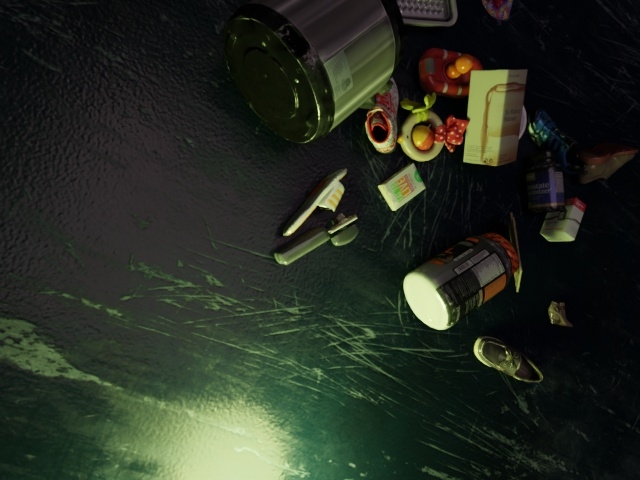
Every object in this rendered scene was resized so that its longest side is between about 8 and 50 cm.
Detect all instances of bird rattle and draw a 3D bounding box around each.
[{"bbox_3d":[0.349,-0.358,1.485,0.253,0.143,0.207,37,86,-31],"label":"bird rattle"}]

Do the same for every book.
[{"bbox_3d":[0.267,-0.174,1.467,0.144,0.035,0.096,-37,106,-22],"label":"book"}]

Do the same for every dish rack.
[{"bbox_3d":[0.308,-0.866,1.492,0.285,0.072,0.333,-8,91,-24],"label":"dish rack"}]

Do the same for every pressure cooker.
[{"bbox_3d":[0.013,-0.502,1.178,0.375,0.370,0.420,44,69,6],"label":"pressure cooker"}]

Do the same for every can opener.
[{"bbox_3d":[0.000,0.000,1.318,0.280,0.074,0.093,-27,99,-22],"label":"can opener"}]

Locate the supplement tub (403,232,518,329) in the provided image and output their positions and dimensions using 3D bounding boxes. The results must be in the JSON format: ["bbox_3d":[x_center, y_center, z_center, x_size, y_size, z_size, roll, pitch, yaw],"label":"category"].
[{"bbox_3d":[0.451,0.118,1.434,0.338,0.207,0.207,-27,98,-22],"label":"supplement tub"}]

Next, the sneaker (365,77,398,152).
[{"bbox_3d":[0.187,-0.407,1.371,0.090,0.145,0.270,-3,91,18],"label":"sneaker"}]

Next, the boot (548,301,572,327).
[{"bbox_3d":[0.919,0.280,1.718,0.118,0.042,0.087,14,80,-22],"label":"boot"}]

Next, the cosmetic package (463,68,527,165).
[{"bbox_3d":[0.575,-0.408,1.488,0.153,0.129,0.296,-20,117,-39],"label":"cosmetic package"}]

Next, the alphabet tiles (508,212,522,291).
[{"bbox_3d":[0.671,0.034,1.557,0.009,0.198,0.237,-5,63,18],"label":"alphabet tiles"}]

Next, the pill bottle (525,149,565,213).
[{"bbox_3d":[0.823,-0.213,1.655,0.122,0.123,0.219,-4,89,-23],"label":"pill bottle"}]

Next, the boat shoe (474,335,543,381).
[{"bbox_3d":[0.661,0.418,1.572,0.285,0.092,0.103,32,76,-19],"label":"boat shoe"}]

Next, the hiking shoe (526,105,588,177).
[{"bbox_3d":[0.888,-0.377,1.685,0.113,0.132,0.304,-38,102,-20],"label":"hiking shoe"}]

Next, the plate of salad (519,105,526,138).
[{"bbox_3d":[0.641,-0.428,1.619,0.199,0.048,0.200,-1,100,-7],"label":"plate of salad"}]

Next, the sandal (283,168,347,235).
[{"bbox_3d":[-0.003,-0.098,1.315,0.076,0.102,0.265,43,81,-17],"label":"sandal"}]

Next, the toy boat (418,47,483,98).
[{"bbox_3d":[0.449,-0.567,1.494,0.231,0.151,0.151,0,88,-23],"label":"toy boat"}]

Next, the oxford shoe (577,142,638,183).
[{"bbox_3d":[1.147,-0.314,1.823,0.348,0.123,0.130,-14,120,-24],"label":"oxford shoe"}]

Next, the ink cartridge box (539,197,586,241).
[{"bbox_3d":[0.909,-0.077,1.692,0.063,0.109,0.150,31,76,-20],"label":"ink cartridge box"}]

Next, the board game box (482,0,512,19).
[{"bbox_3d":[0.671,-0.908,1.670,0.133,0.033,0.169,22,80,-21],"label":"board game box"}]
